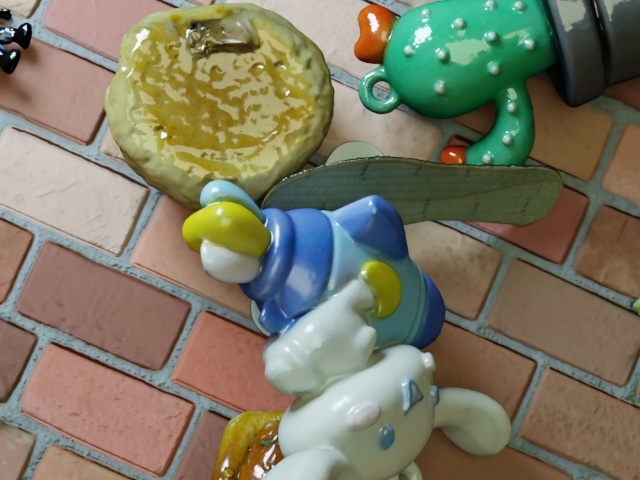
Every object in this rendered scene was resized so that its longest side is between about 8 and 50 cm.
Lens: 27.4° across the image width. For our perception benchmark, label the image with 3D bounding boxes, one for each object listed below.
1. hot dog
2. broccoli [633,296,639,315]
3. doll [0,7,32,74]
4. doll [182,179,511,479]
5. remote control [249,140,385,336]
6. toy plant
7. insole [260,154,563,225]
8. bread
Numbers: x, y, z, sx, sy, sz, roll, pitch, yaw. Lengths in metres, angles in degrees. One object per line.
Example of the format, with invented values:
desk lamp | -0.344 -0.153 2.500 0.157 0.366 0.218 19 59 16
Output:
hot dog | -0.052 0.308 1.369 0.150 0.153 0.256 7 85 -4
broccoli | 0.430 0.132 1.461 0.118 0.122 0.204 -40 75 -21
doll | -0.416 -0.246 1.436 0.195 0.070 0.096 23 53 -5
doll | 0.029 0.095 1.325 0.187 0.376 0.365 -24 81 20
remote control | 0.000 0.000 1.467 0.077 0.022 0.245 29 83 -1
toy plant | 0.234 -0.218 1.431 0.400 0.185 0.279 -15 115 2
insole | 0.104 -0.045 1.423 0.348 0.119 0.009 -1 44 -18
bread | -0.112 -0.147 1.418 0.244 0.134 0.244 1 82 -6
